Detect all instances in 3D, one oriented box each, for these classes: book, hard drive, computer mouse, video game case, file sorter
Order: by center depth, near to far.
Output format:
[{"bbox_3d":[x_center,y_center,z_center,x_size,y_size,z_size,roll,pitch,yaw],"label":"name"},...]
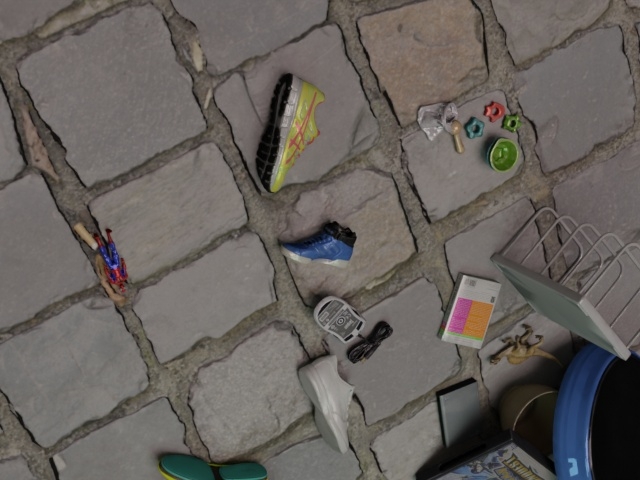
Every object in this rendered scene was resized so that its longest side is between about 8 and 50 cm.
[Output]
[{"bbox_3d":[0.052,0.160,1.845,0.106,0.042,0.193,-46,126,1],"label":"computer mouse"},{"bbox_3d":[0.521,0.072,1.896,0.173,0.277,0.193,-48,120,-5],"label":"file sorter"},{"bbox_3d":[0.307,0.145,1.963,0.096,0.035,0.144,13,101,-25],"label":"book"},{"bbox_3d":[0.299,0.371,2.043,0.094,0.022,0.135,-19,115,-19],"label":"hard drive"},{"bbox_3d":[0.387,0.527,2.060,0.248,0.035,0.275,-34,125,27],"label":"video game case"}]

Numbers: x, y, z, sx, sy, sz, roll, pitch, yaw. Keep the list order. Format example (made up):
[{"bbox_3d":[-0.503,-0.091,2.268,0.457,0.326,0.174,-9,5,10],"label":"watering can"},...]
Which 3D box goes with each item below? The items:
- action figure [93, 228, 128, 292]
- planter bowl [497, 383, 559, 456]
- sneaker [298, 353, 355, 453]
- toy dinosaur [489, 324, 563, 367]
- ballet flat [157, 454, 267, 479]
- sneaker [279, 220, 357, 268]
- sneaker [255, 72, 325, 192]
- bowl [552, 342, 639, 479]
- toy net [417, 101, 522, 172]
[{"bbox_3d":[-0.353,0.039,1.619,0.038,0.030,0.115,-25,119,-21],"label":"action figure"},{"bbox_3d":[0.455,0.378,2.068,0.162,0.109,0.162,-8,112,-22],"label":"planter bowl"},{"bbox_3d":[0.033,0.322,1.876,0.094,0.080,0.212,-30,117,-26],"label":"sneaker"},{"bbox_3d":[0.445,0.233,2.057,0.183,0.053,0.093,1,123,-18],"label":"toy dinosaur"},{"bbox_3d":[-0.209,0.462,1.812,0.230,0.077,0.077,12,117,-30],"label":"ballet flat"},{"bbox_3d":[0.000,0.000,1.750,0.152,0.058,0.085,10,109,-32],"label":"sneaker"},{"bbox_3d":[-0.045,-0.178,1.656,0.094,0.081,0.209,12,102,-30],"label":"sneaker"},{"bbox_3d":[0.635,0.418,2.083,0.391,0.077,0.391,1,89,-49],"label":"bowl"},{"bbox_3d":[0.292,-0.218,1.820,0.232,0.045,0.122,19,99,-29],"label":"toy net"}]
